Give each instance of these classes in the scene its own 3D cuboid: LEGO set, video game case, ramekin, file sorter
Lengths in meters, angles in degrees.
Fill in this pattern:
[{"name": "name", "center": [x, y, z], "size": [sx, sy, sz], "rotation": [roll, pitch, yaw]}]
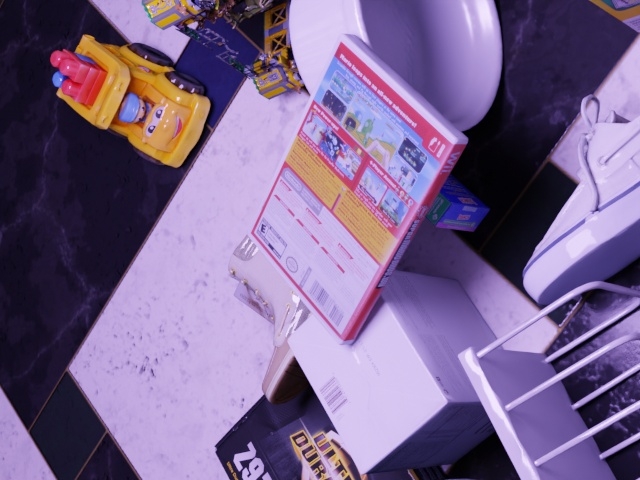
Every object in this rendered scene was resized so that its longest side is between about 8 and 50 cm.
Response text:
[{"name": "LEGO set", "center": [-0.073, -0.359, 1.435], "size": [0.192, 0.331, 0.255], "rotation": [-18, 53, 34]}, {"name": "video game case", "center": [0.029, -0.055, 1.176], "size": [0.204, 0.025, 0.285], "rotation": [49, 126, 32]}, {"name": "ramekin", "center": [0.090, -0.256, 1.303], "size": [0.135, 0.277, 0.277], "rotation": [-10, 78, 44]}, {"name": "file sorter", "center": [0.315, 0.200, 1.110], "size": [0.173, 0.192, 0.278], "rotation": [-39, 62, 25]}]

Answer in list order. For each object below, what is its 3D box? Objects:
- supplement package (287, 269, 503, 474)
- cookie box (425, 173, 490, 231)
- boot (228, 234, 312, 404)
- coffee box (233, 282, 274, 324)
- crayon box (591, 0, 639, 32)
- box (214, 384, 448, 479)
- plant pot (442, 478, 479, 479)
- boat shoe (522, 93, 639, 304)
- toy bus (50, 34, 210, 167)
[{"name": "supplement package", "center": [0.109, 0.156, 1.269], "size": [0.149, 0.203, 0.194], "rotation": [-45, 59, 25]}, {"name": "cookie box", "center": [0.147, -0.060, 1.339], "size": [0.107, 0.091, 0.040], "rotation": [47, 115, 33]}, {"name": "boot", "center": [-0.057, 0.086, 1.365], "size": [0.165, 0.077, 0.213], "rotation": [29, 97, 32]}, {"name": "coffee box", "center": [0.000, 0.000, 1.441], "size": [0.141, 0.098, 0.247], "rotation": [31, 104, 34]}, {"name": "crayon box", "center": [0.349, -0.311, 1.095], "size": [0.165, 0.278, 0.081], "rotation": [-17, 75, 35]}, {"name": "box", "center": [0.023, 0.326, 1.395], "size": [0.257, 0.079, 0.322], "rotation": [-48, 58, 25]}, {"name": "plant pot", "center": [0.117, 0.484, 1.093], "size": [0.341, 0.341, 0.334], "rotation": [-48, 48, 23]}, {"name": "boat shoe", "center": [0.341, -0.093, 1.164], "size": [0.367, 0.135, 0.156], "rotation": [-46, 59, 21]}, {"name": "toy bus", "center": [-0.313, -0.228, 1.650], "size": [0.220, 0.211, 0.149], "rotation": [39, 106, 33]}]
